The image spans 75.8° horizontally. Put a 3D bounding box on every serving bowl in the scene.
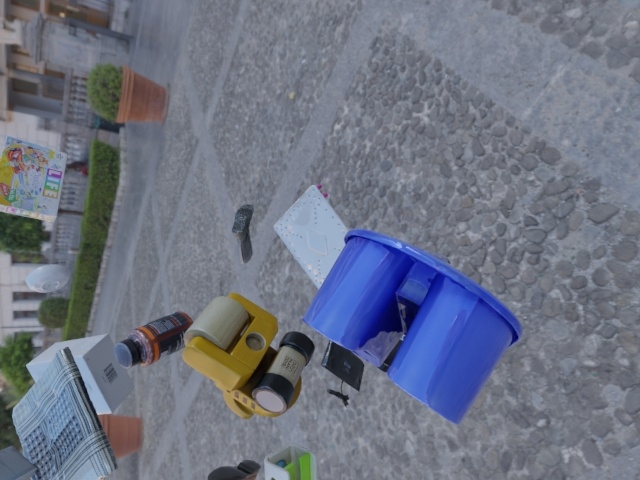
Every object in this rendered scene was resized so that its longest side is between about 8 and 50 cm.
[{"bbox_3d":[-0.601,0.090,0.914,0.027,0.083,0.083,53,132,25],"label":"serving bowl"}]

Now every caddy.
[{"bbox_3d":[0.127,0.104,0.561,0.241,0.341,0.179,31,80,24],"label":"caddy"}]

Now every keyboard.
[{"bbox_3d":[0.082,0.515,1.576,0.033,0.317,0.201,-3,56,32],"label":"keyboard"}]

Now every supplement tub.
[{"bbox_3d":[-0.442,0.269,1.107,0.106,0.198,0.105,7,104,30],"label":"supplement tub"}]

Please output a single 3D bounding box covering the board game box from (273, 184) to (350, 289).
[{"bbox_3d":[0.000,0.000,1.808,0.389,0.050,0.390,54,140,3],"label":"board game box"}]

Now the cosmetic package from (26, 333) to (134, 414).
[{"bbox_3d":[-0.790,0.452,1.367,0.138,0.225,0.223,-68,-36,-69],"label":"cosmetic package"}]

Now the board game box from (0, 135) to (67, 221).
[{"bbox_3d":[-0.555,-0.117,0.787,0.026,0.104,0.154,-34,54,38],"label":"board game box"}]

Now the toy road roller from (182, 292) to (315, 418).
[{"bbox_3d":[-0.200,0.324,1.073,0.240,0.330,0.202,-54,3,37],"label":"toy road roller"}]

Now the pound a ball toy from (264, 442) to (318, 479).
[{"bbox_3d":[-0.067,0.779,1.232,0.136,0.208,0.318,0,94,40],"label":"pound a ball toy"}]

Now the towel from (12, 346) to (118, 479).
[{"bbox_3d":[-0.615,0.458,0.953,0.324,0.056,0.312,-44,69,24],"label":"towel"}]

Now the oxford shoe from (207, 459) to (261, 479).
[{"bbox_3d":[-0.246,0.686,1.166,0.076,0.212,0.075,14,78,32],"label":"oxford shoe"}]

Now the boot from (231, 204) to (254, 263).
[{"bbox_3d":[-0.324,-0.027,1.796,0.208,0.076,0.189,78,-154,-52],"label":"boot"}]

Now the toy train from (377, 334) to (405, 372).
[{"bbox_3d":[0.268,0.260,1.328,0.333,0.142,0.190,-63,1,6],"label":"toy train"}]

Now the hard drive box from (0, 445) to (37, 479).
[{"bbox_3d":[-0.744,0.555,0.840,0.181,0.089,0.232,-51,-5,-10],"label":"hard drive box"}]
